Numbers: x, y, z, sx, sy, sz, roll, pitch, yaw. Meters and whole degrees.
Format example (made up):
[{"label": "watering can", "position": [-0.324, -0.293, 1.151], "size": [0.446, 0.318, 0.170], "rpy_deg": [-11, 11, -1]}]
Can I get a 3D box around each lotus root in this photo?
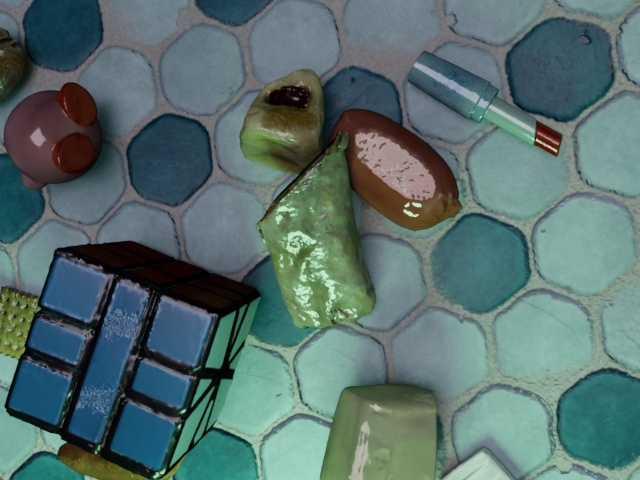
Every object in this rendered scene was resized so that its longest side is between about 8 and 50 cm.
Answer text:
[{"label": "lotus root", "position": [-0.634, -0.310, 1.312], "size": [0.192, 0.088, 0.113], "rpy_deg": [-44, 90, 10]}]

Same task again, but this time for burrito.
[{"label": "burrito", "position": [-0.013, 0.001, 1.137], "size": [0.175, 0.107, 0.347], "rpy_deg": [-10, 119, 2]}]

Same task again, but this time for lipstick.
[{"label": "lipstick", "position": [0.274, -0.220, 1.141], "size": [0.274, 0.061, 0.068], "rpy_deg": [32, 95, 9]}]

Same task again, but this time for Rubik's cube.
[{"label": "Rubik's cube", "position": [-0.291, 0.177, 1.152], "size": [0.284, 0.293, 0.288], "rpy_deg": [20, 97, 9]}]

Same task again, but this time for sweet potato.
[{"label": "sweet potato", "position": [-0.369, 0.400, 1.276], "size": [0.252, 0.097, 0.097], "rpy_deg": [1, 92, 10]}]

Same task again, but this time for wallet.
[{"label": "wallet", "position": [0.291, 0.453, 1.177], "size": [0.124, 0.032, 0.183], "rpy_deg": [-41, 83, 7]}]

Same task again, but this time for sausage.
[{"label": "sausage", "position": [0.118, -0.114, 1.142], "size": [0.254, 0.148, 0.148], "rpy_deg": [36, 98, 6]}]

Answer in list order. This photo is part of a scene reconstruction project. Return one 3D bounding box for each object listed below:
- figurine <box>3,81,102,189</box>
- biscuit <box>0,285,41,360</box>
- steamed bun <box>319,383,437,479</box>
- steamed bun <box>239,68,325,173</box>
[{"label": "figurine", "position": [-0.478, -0.184, 1.245], "size": [0.173, 0.173, 0.173], "rpy_deg": [0, 92, 12]}, {"label": "biscuit", "position": [-0.522, 0.181, 1.340], "size": [0.232, 0.016, 0.139], "rpy_deg": [15, 95, 10]}, {"label": "steamed bun", "position": [0.100, 0.345, 1.162], "size": [0.200, 0.170, 0.225], "rpy_deg": [18, 78, -21]}, {"label": "steamed bun", "position": [-0.050, -0.207, 1.171], "size": [0.141, 0.172, 0.155], "rpy_deg": [17, 77, 1]}]
